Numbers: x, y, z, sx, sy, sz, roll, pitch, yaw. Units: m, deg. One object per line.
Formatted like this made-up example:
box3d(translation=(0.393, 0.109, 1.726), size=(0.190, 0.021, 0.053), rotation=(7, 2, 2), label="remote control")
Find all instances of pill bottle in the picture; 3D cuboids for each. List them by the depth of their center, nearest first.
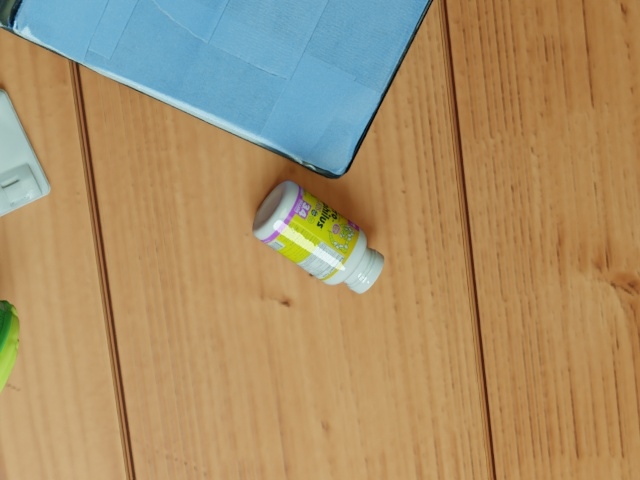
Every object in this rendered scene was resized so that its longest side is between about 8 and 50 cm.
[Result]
box3d(translation=(0.000, 0.000, 1.076), size=(0.083, 0.043, 0.043), rotation=(34, 85, -19), label="pill bottle")

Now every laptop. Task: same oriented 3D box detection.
box3d(translation=(-0.056, -0.258, 0.907), size=(0.236, 0.408, 0.382), rotation=(28, 98, 14), label="laptop")

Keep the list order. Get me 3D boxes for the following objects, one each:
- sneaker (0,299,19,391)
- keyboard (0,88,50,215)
box3d(translation=(-0.307, 0.108, 0.954), size=(0.295, 0.109, 0.123), rotation=(-31, 108, -12), label="sneaker")
box3d(translation=(-0.292, -0.007, 0.999), size=(0.256, 0.014, 0.072), rotation=(-27, 98, -14), label="keyboard")
